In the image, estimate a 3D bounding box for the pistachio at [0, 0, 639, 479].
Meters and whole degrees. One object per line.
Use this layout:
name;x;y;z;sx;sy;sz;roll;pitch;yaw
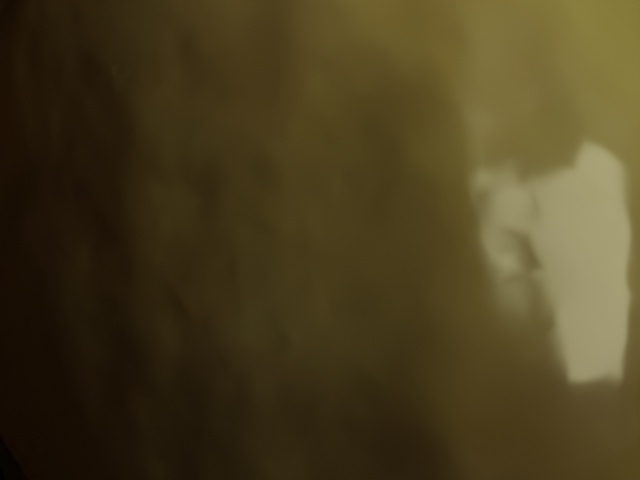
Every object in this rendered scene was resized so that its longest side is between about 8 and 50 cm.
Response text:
pistachio;0.000;0.000;0.430;0.230;0.230;0.308;23;47;-43
